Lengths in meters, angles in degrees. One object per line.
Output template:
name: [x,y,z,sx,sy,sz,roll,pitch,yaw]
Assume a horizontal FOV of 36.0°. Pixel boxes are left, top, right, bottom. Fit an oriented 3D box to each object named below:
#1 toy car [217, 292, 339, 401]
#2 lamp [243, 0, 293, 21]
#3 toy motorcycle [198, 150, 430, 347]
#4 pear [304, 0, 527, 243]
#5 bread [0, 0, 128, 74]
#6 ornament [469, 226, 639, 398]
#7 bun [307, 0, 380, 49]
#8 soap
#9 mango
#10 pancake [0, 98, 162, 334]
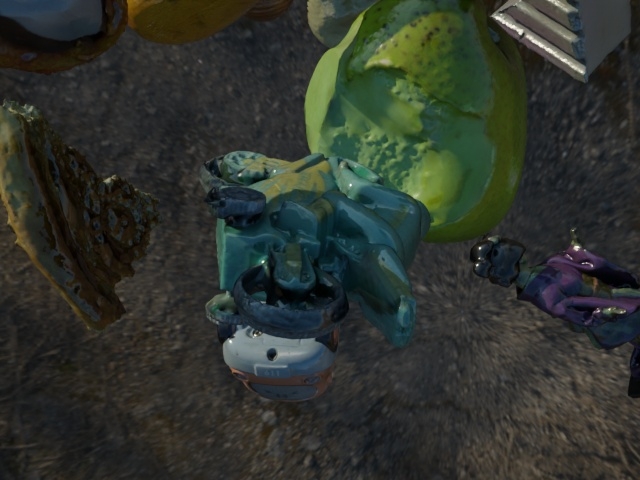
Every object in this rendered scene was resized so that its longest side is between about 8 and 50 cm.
toy car: [-0.048,0.141,1.569,0.180,0.212,0.271,1,43,9]
lamp: [-0.115,-0.496,1.926,0.136,0.136,0.136,-1,86,8]
toy motorcycle: [0.000,0.001,0.801,0.198,0.296,0.109,3,116,-9]
pear: [0.129,-0.155,1.148,0.286,0.176,0.282,20,119,-3]
bread: [-0.249,-0.188,0.650,0.268,0.095,0.139,2,97,-35]
ornament: [0.201,0.036,0.732,0.203,0.088,0.081,30,65,-18]
bun: [0.095,-0.434,1.617,0.146,0.287,0.287,27,90,16]
soap: [0.433,-0.481,1.859,0.159,0.258,0.302,-42,53,-7]
mango: [-0.159,-0.377,1.409,0.294,0.177,0.120,-21,73,25]
pancake: [-0.245,-0.034,1.080,0.057,0.244,0.266,-9,97,29]
